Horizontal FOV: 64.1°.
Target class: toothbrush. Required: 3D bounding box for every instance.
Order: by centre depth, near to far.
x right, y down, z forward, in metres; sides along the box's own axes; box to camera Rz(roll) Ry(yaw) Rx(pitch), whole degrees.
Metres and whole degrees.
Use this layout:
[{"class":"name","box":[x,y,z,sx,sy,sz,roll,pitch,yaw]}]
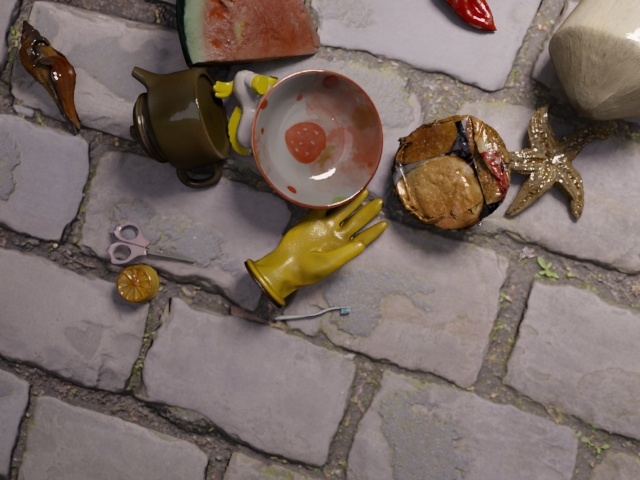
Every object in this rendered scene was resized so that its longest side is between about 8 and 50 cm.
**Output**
[{"class":"toothbrush","box":[-0.017,0.151,1.061,0.162,0.014,0.017,-7,71,7]}]

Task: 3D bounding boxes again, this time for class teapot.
[{"class":"teapot","box":[-0.284,-0.219,1.010,0.175,0.185,0.267,-10,124,10]}]

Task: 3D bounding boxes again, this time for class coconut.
[{"class":"coconut","box":[0.529,-0.328,0.886,0.237,0.237,0.266,39,88,5]}]

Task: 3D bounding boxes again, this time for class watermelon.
[{"class":"watermelon","box":[-0.153,-0.450,0.958,0.293,0.250,0.283,17,97,9]}]

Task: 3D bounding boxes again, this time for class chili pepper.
[{"class":"chili pepper","box":[0.276,-0.477,1.003,0.191,0.050,0.059,41,78,-3]}]

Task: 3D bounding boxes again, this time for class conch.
[{"class":"conch","box":[-0.566,-0.352,1.092,0.232,0.086,0.080,51,53,-9]}]

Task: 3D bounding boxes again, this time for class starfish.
[{"class":"starfish","box":[0.438,-0.145,0.993,0.277,0.062,0.235,-15,94,2]}]

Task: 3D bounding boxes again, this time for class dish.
[{"class":"dish","box":[-0.012,-0.193,0.997,0.260,0.085,0.260,-2,97,-18]}]

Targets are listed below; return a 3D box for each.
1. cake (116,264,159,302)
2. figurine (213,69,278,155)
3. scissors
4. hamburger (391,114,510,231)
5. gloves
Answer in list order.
[{"class":"cake","box":[-0.388,0.092,1.087,0.084,0.044,0.084,0,90,5]},{"class":"figurine","box":[-0.133,-0.255,1.039,0.130,0.109,0.178,-15,110,1]},{"class":"scissors","box":[-0.359,0.020,1.091,0.189,0.015,0.100,15,72,-2]},{"class":"hamburger","box":[0.246,-0.126,0.971,0.231,0.107,0.230,3,98,21]},{"class":"gloves","box":[-0.001,-0.001,1.021,0.294,0.116,0.133,-37,93,-1]}]
